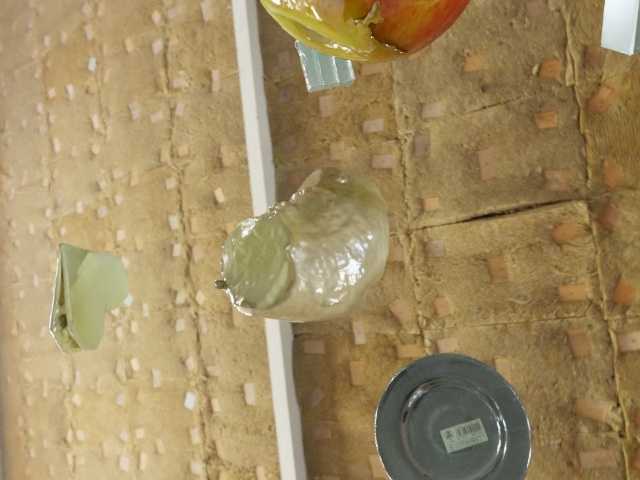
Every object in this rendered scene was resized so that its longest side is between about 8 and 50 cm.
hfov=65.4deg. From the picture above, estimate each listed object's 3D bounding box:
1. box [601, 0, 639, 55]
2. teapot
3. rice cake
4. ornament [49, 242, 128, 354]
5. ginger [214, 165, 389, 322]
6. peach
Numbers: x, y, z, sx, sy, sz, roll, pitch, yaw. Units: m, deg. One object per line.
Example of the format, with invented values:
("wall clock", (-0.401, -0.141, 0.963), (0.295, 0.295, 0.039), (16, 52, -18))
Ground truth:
("box", (0.622, -0.487, 0.936), (0.129, 0.225, 0.086), (-22, -144, -4))
("teapot", (0.213, 0.370, 0.846), (0.239, 0.239, 0.322), (1, -112, 9))
("rice cake", (0.001, -0.474, 1.160), (0.127, 0.043, 0.237), (-10, -79, -3))
("ornament", (-0.423, 0.082, 0.889), (0.059, 0.201, 0.180), (-8, -58, 6))
("ginger", (0.000, 0.000, 0.542), (0.152, 0.267, 0.138), (37, -61, 6))
("peach", (0.066, -0.431, 0.651), (0.369, 0.370, 0.371), (1, -89, 33))
